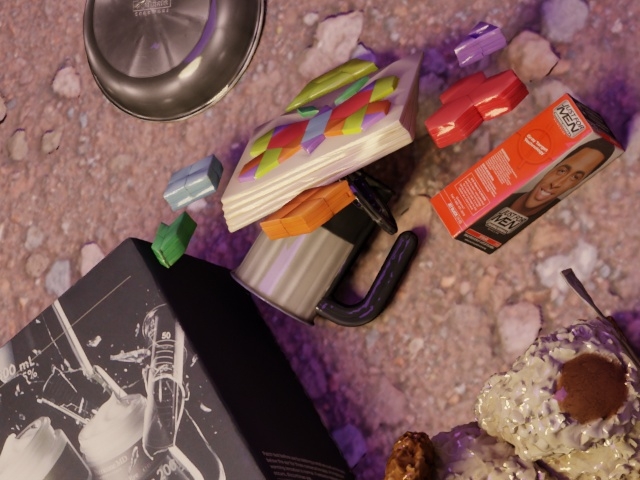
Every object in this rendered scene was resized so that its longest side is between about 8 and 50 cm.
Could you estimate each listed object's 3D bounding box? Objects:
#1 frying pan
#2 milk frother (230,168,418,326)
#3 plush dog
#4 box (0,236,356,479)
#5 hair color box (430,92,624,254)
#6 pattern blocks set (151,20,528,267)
[{"bbox_3d":[-0.119,-0.266,1.770,0.197,0.053,0.326,24,94,30],"label":"frying pan"},{"bbox_3d":[0.000,0.000,1.584,0.129,0.143,0.134,33,94,23],"label":"milk frother"},{"bbox_3d":[0.156,0.169,1.439,0.225,0.262,0.210,-37,30,8],"label":"plush dog"},{"bbox_3d":[-0.164,0.231,1.609,0.343,0.179,0.312,-40,62,16],"label":"box"},{"bbox_3d":[0.165,-0.052,1.543,0.141,0.072,0.043,-39,63,18],"label":"hair color box"},{"bbox_3d":[0.005,-0.083,1.552,0.325,0.285,0.026,-30,111,9],"label":"pattern blocks set"}]
